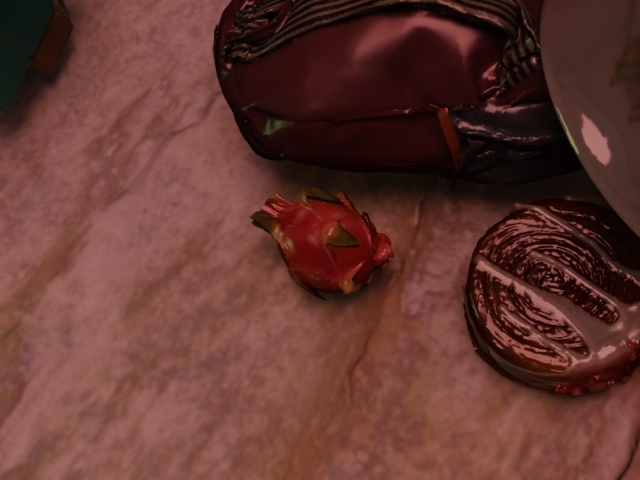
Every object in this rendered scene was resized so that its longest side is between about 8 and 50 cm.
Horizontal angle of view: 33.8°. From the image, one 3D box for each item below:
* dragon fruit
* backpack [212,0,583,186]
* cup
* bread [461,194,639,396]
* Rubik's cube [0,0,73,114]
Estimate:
[{"bbox_3d":[-0.001,-0.002,0.871,0.116,0.086,0.081,35,55,-6],"label":"dragon fruit"},{"bbox_3d":[0.064,-0.181,0.900,0.317,0.197,0.283,-5,63,5],"label":"backpack"},{"bbox_3d":[0.348,-0.131,0.770,0.347,0.163,0.347,13,59,-22],"label":"cup"},{"bbox_3d":[0.193,0.044,0.835,0.160,0.073,0.161,-3,61,5],"label":"bread"},{"bbox_3d":[-0.350,-0.250,0.960,0.224,0.265,0.213,20,82,14],"label":"Rubik's cube"}]
